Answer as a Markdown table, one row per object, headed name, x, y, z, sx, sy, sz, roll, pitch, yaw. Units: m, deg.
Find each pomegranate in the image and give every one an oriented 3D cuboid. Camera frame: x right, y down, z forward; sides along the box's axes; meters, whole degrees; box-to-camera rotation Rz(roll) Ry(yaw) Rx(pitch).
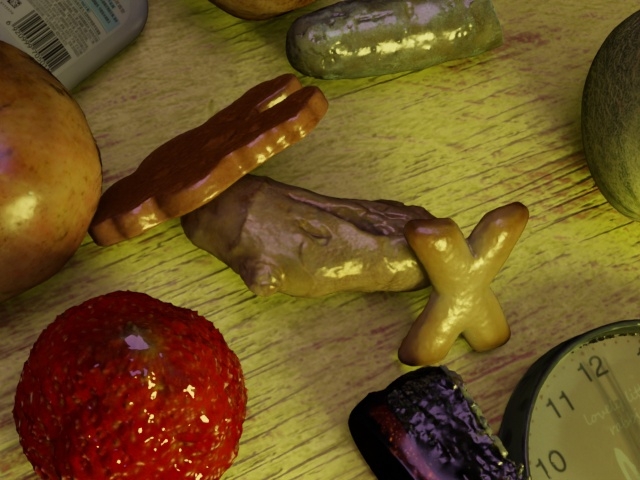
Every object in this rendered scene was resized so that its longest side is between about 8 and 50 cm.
| name | x | y | z | sx | sy | sz | roll | pitch | yaw |
| --- | --- | --- | --- | --- | --- | --- | --- | --- | --- |
| pomegranate | -0.405 | -0.078 | 1.044 | 0.322 | 0.322 | 0.322 | 4 | 67 | -9 |

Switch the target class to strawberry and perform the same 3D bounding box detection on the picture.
| name | x | y | z | sx | sy | sz | roll | pitch | yaw |
| --- | --- | --- | --- | --- | --- | --- | --- | --- | --- |
| strawberry | -0.195 | 0.161 | 0.986 | 0.257 | 0.277 | 0.258 | 5 | 64 | -11 |

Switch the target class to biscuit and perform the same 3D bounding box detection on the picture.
| name | x | y | z | sx | sy | sz | roll | pitch | yaw |
| --- | --- | --- | --- | --- | --- | --- | --- | --- | --- |
| biscuit | 0.175 | 0.058 | 1.140 | 0.164 | 0.208 | 0.047 | -12 | 33 | -20 |
| biscuit | -0.143 | -0.098 | 1.155 | 0.333 | 0.202 | 0.047 | -34 | 117 | -10 |

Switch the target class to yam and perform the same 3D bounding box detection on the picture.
| name | x | y | z | sx | sy | sz | roll | pitch | yaw |
| --- | --- | --- | --- | --- | --- | --- | --- | --- | --- |
| yam | 0.108 | -0.302 | 1.312 | 0.330 | 0.133 | 0.133 | -15 | 71 | -14 |

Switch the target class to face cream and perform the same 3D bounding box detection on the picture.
| name | x | y | z | sx | sy | sz | roll | pitch | yaw |
| --- | --- | --- | --- | --- | --- | --- | --- | --- | --- |
| face cream | -0.317 | -0.323 | 1.248 | 0.163 | 0.080 | 0.337 | 51 | 55 | -16 |

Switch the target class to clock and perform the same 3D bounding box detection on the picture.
| name | x | y | z | sx | sy | sz | roll | pitch | yaw |
| --- | --- | --- | --- | --- | --- | --- | --- | --- | --- |
| clock | 0.413 | 0.283 | 1.148 | 0.385 | 0.076 | 0.386 | 4 | 67 | -9 |

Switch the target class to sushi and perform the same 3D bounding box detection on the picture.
| name | x | y | z | sx | sy | sz | roll | pitch | yaw |
| --- | --- | --- | --- | --- | --- | --- | --- | --- | --- |
| sushi | 0.141 | 0.254 | 1.083 | 0.126 | 0.136 | 0.225 | -30 | 69 | -23 |

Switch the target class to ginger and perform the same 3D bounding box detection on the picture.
| name | x | y | z | sx | sy | sz | roll | pitch | yaw |
| --- | --- | --- | --- | --- | --- | --- | --- | --- | --- |
| ginger | 0.000 | 0.000 | 1.165 | 0.353 | 0.126 | 0.190 | 5 | 40 | -6 |

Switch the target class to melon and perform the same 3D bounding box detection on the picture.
| name | x | y | z | sx | sy | sz | roll | pitch | yaw |
| --- | --- | --- | --- | --- | --- | --- | --- | --- | --- |
| melon | 0.481 | -0.174 | 1.263 | 0.248 | 0.248 | 0.329 | 17 | 69 | -3 |

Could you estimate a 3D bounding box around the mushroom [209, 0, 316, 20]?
| name | x | y | z | sx | sy | sz | roll | pitch | yaw |
| --- | --- | --- | --- | --- | --- | --- | --- | --- | --- |
| mushroom | -0.114 | -0.430 | 1.275 | 0.283 | 0.195 | 0.263 | 36 | 55 | -30 |
